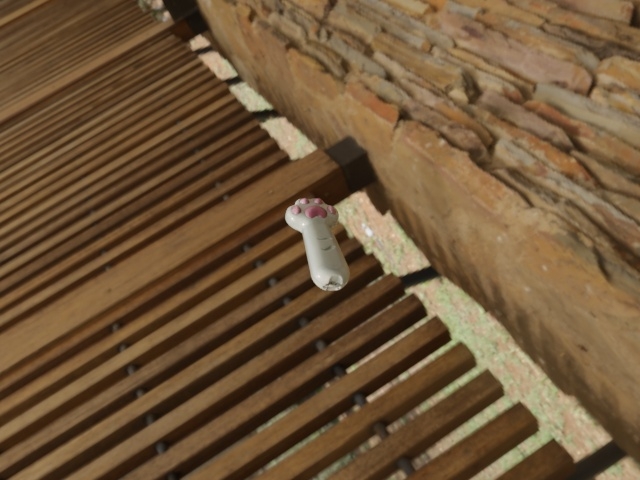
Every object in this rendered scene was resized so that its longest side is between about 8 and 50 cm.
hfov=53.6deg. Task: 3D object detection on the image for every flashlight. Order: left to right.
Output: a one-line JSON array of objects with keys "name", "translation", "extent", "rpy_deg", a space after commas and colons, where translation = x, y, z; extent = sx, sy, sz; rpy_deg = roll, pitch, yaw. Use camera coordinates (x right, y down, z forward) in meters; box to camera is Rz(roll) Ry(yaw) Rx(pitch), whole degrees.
[{"name": "flashlight", "translation": [0.000, 0.000, 1.047], "extent": [0.200, 0.093, 0.047], "rpy_deg": [-107, 24, -44]}]
